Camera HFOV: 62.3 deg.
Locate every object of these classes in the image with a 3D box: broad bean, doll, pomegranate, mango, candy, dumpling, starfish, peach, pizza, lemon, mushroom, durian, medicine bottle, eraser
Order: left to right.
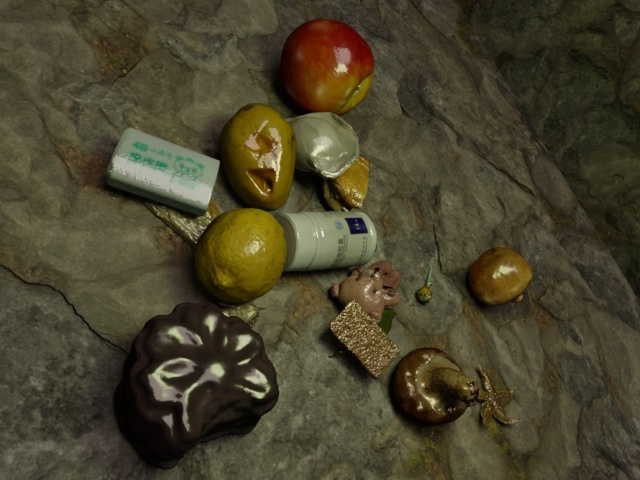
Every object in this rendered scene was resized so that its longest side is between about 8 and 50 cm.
[{"bbox_3d":[-0.453,-0.198,1.538,0.289,0.104,0.189,19,53,-18],"label":"eraser"},{"bbox_3d":[-0.405,-0.093,1.585,0.262,0.034,0.181,37,48,-10],"label":"pizza"},{"bbox_3d":[-0.224,0.214,1.490,0.139,0.071,0.111,-4,40,-11],"label":"durian"},{"bbox_3d":[-0.219,0.036,1.492,0.253,0.253,0.310,38,43,-10],"label":"lemon"},{"bbox_3d":[-0.196,-0.271,1.739,0.252,0.182,0.365,-9,82,-11],"label":"mango"},{"bbox_3d":[-0.018,-0.363,1.902,0.260,0.341,0.181,-34,123,-21],"label":"dumpling"},{"bbox_3d":[0.000,0.000,1.707,0.332,0.190,0.190,-3,64,-36],"label":"medicine bottle"},{"bbox_3d":[0.016,-0.670,2.046,0.388,0.388,0.389,18,53,-26],"label":"peach"},{"bbox_3d":[0.161,0.304,1.712,0.075,0.067,0.325,43,42,16],"label":"broad bean"},{"bbox_3d":[0.183,0.137,1.773,0.201,0.156,0.303,33,42,17],"label":"doll"},{"bbox_3d":[0.404,0.160,1.999,0.060,0.060,0.201,39,39,-8],"label":"candy"},{"bbox_3d":[0.378,0.454,1.696,0.267,0.254,0.267,46,22,-25],"label":"mushroom"},{"bbox_3d":[0.613,0.559,1.879,0.277,0.062,0.236,-23,76,-40],"label":"starfish"},{"bbox_3d":[0.711,0.147,2.093,0.248,0.248,0.248,18,53,-26],"label":"pomegranate"}]

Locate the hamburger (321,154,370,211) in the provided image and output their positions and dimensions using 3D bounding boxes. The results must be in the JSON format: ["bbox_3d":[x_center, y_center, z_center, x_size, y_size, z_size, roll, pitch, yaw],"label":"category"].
[{"bbox_3d":[0.081,-0.220,1.942,0.156,0.144,0.283,24,46,-16],"label":"hamburger"}]

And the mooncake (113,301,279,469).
[{"bbox_3d":[-0.297,0.333,1.284,0.381,0.212,0.351,-25,72,-45],"label":"mooncake"}]

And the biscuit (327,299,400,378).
[{"bbox_3d":[0.134,0.303,1.624,0.131,0.025,0.231,-43,95,-22],"label":"biscuit"}]
